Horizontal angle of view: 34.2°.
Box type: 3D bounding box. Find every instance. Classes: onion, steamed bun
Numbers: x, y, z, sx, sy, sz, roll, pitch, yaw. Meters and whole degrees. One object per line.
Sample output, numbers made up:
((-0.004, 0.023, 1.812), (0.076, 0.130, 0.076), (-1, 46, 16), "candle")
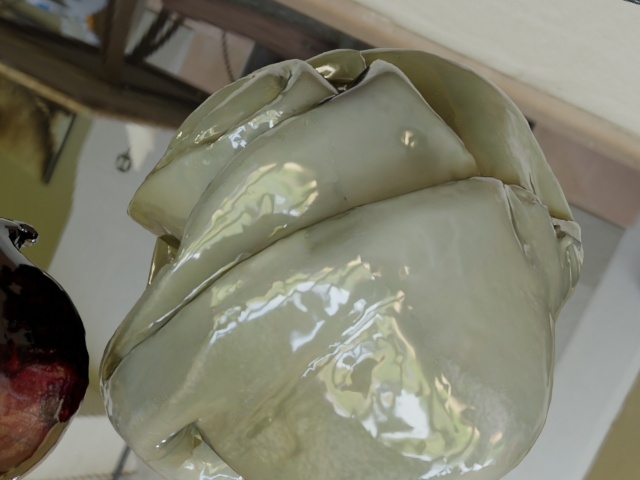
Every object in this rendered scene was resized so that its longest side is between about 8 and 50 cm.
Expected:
((-0.272, 0.064, 0.604), (0.280, 0.221, 0.281), (13, 164, 4), "onion")
((0.000, 0.000, 0.745), (0.342, 0.255, 0.368), (-15, -157, 32), "steamed bun")

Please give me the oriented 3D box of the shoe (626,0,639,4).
((0.207, -0.265, 0.729), (0.293, 0.109, 0.149), (30, -127, 21), "shoe")
